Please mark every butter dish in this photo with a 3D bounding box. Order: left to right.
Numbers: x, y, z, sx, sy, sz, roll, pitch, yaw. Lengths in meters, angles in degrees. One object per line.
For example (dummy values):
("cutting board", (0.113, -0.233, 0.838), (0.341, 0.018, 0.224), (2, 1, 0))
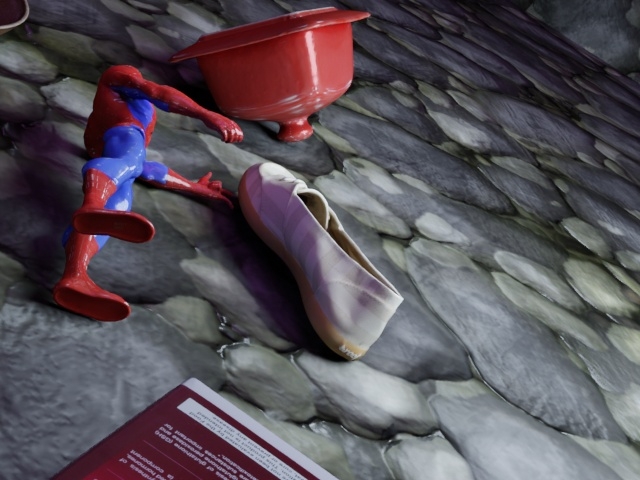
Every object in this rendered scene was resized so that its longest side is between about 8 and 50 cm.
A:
("butter dish", (-0.035, -0.151, 1.097), (0.160, 0.118, 0.160), (-10, 9, 23))

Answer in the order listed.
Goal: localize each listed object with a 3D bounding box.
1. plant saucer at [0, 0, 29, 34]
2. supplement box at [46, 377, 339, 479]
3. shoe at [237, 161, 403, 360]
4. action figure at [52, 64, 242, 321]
("plant saucer", (-0.343, -0.213, 0.954), (0.199, 0.036, 0.198), (25, 24, -12))
("supplement box", (-0.071, 0.156, 0.470), (0.130, 0.073, 0.239), (34, 23, 12))
("shoe", (0.000, 0.000, 0.871), (0.077, 0.058, 0.219), (25, 23, -39))
("action figure", (-0.107, -0.044, 0.815), (0.139, 0.091, 0.280), (15, 28, -17))
